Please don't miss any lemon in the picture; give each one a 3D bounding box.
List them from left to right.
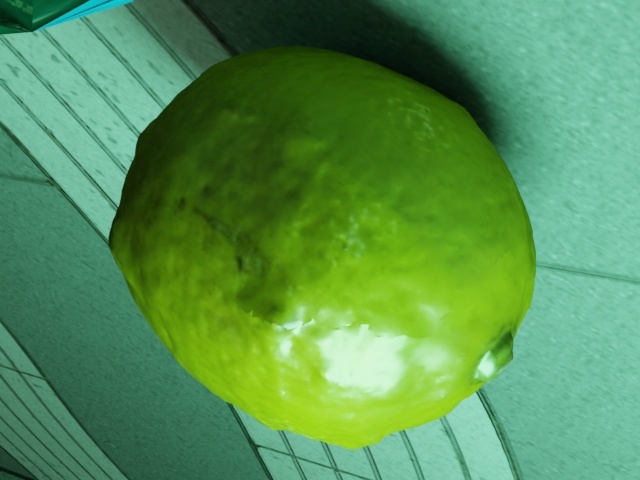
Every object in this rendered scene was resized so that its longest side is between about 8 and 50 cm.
[{"bbox_3d":[0.000,0.000,0.924,0.288,0.233,0.233,29,158,25],"label":"lemon"}]

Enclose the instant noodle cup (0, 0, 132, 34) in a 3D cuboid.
[{"bbox_3d":[-0.181,-0.218,0.747,0.240,0.240,0.178,45,162,-27],"label":"instant noodle cup"}]
